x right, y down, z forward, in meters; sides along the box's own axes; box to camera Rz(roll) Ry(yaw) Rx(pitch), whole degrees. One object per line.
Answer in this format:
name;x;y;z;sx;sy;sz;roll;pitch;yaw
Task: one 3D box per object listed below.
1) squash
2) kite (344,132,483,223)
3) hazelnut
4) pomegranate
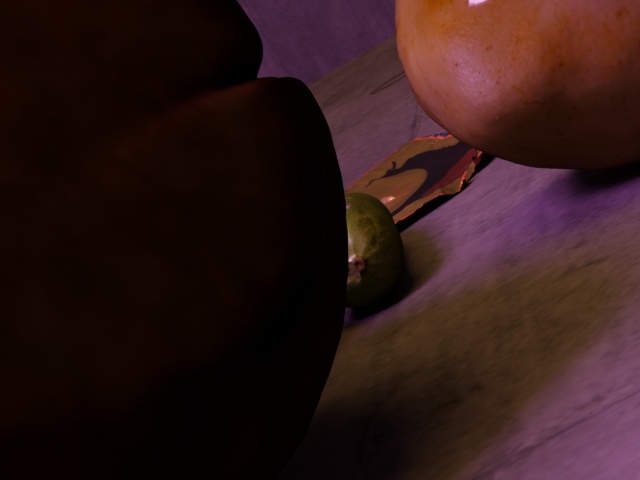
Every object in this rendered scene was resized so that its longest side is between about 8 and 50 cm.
squash;0.022;-0.001;1.136;0.066;0.066;0.201;-30;9;7
kite;-0.001;-0.002;1.391;0.327;0.013;0.377;-26;13;31
hazelnut;-0.203;0.021;0.762;0.402;0.402;0.429;-21;26;48
pomegranate;0.153;-0.151;1.027;0.233;0.233;0.233;-30;9;5
